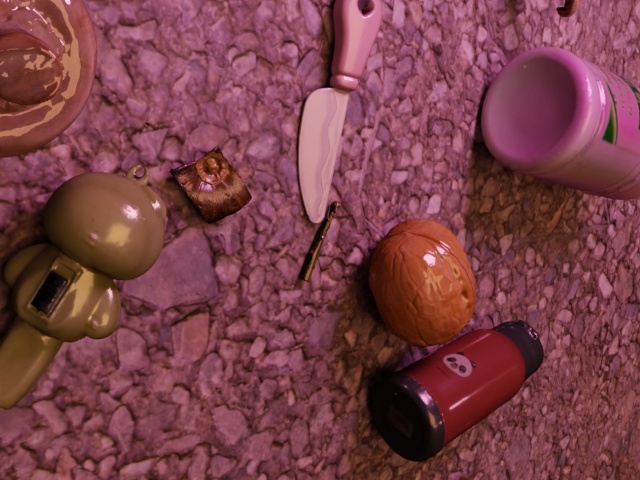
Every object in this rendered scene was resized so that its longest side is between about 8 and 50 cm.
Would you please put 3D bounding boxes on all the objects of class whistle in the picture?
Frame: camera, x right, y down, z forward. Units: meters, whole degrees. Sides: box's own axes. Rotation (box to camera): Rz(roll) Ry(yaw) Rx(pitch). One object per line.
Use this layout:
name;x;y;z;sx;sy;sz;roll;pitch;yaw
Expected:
whistle;-0.271;0.044;0.862;0.141;0.141;0.294;24;103;-41

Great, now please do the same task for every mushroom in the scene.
mushroom;-0.298;-0.173;0.713;0.207;0.215;0.208;-13;114;-32

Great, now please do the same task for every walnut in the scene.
walnut;0.157;0.068;1.186;0.165;0.165;0.197;-34;112;-30

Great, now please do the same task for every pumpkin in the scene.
pumpkin;-0.141;-0.073;0.987;0.073;0.035;0.101;-38;125;-15

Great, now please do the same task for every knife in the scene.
knife;0.016;-0.190;1.089;0.081;0.043;0.336;12;94;-29

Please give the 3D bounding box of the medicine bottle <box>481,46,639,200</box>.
medicine bottle;0.455;-0.193;1.341;0.325;0.212;0.212;9;94;-40

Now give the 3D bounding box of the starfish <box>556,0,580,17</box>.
starfish;0.340;-0.509;1.251;0.303;0.113;0.312;-37;112;-31

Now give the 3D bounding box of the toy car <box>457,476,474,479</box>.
toy car;0.239;0.561;1.397;0.257;0.101;0.124;-51;126;-21

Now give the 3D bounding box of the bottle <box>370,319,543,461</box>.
bottle;0.248;0.235;1.304;0.336;0.144;0.144;-21;112;-35

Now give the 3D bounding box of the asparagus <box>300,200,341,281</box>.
asparagus;0.000;0.000;1.130;0.015;0.018;0.127;43;69;-73
